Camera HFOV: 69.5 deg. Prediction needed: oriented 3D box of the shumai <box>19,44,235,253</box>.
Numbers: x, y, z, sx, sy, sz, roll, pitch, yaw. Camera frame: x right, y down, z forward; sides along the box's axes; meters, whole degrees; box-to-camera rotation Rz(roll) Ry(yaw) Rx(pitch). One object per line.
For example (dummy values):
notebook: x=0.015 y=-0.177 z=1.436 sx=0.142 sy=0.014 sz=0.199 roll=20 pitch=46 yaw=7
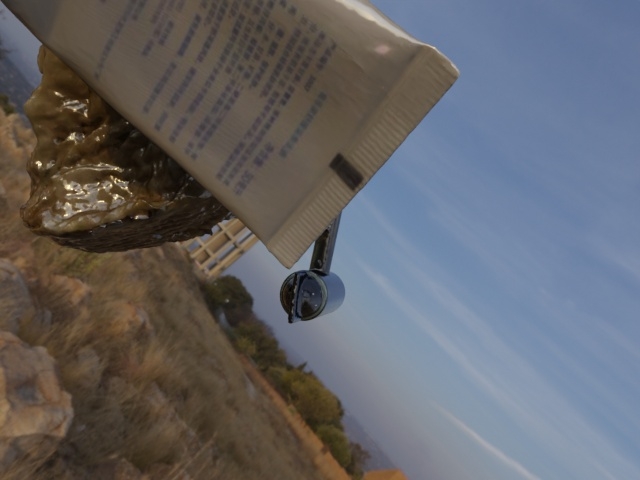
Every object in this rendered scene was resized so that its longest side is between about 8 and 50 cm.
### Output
shumai: x=-0.275 y=-0.135 z=0.659 sx=0.217 sy=0.346 sz=0.283 roll=4 pitch=70 yaw=-70

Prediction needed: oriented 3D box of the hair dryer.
hair dryer: x=0.000 y=0.000 z=0.724 sx=0.078 sy=0.248 sz=0.195 roll=9 pitch=-3 yaw=13

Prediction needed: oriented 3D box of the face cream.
face cream: x=-0.121 y=-0.183 z=0.389 sx=0.420 sy=0.235 sz=0.137 roll=42 pitch=29 yaw=0
